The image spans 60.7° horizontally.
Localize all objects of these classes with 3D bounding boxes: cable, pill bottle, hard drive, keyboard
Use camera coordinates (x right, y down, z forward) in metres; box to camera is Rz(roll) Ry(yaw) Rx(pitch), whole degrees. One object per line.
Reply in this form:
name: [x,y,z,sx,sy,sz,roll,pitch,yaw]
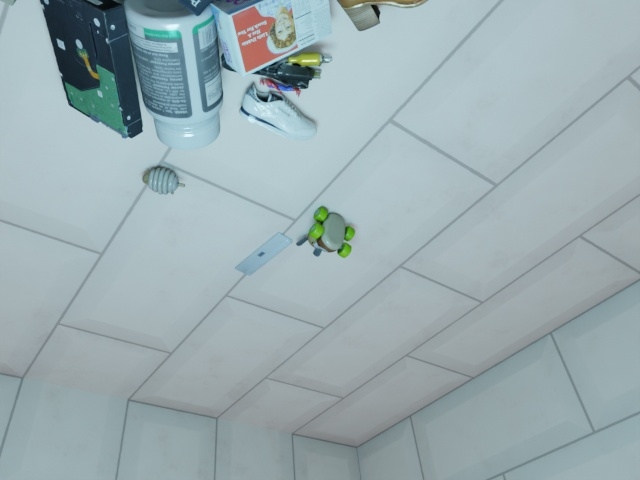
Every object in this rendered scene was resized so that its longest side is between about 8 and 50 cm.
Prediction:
cable: [-0.118,-0.456,1.425,0.287,0.072,0.139,4,171,-17]
pill bottle: [-0.348,-0.417,1.352,0.204,0.204,0.361,-2,137,-6]
hard drive: [-0.546,-0.434,1.317,0.237,0.064,0.339,30,140,20]
keyboard: [-0.213,0.054,2.034,0.072,0.014,0.256,34,124,-30]

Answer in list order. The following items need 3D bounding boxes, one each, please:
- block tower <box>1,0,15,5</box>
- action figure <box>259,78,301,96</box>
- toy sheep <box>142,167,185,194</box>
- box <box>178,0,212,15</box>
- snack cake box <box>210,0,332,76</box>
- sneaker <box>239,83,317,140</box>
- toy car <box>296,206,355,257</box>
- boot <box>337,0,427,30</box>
block tower: [-0.639,-0.665,1.124,0.091,0.097,0.335,18,131,-26]
action figure: [-0.113,-0.420,1.505,0.115,0.038,0.030,14,117,-22]
toy sheep: [-0.483,-0.181,1.684,0.132,0.091,0.091,6,137,-6]
box: [-0.229,-0.706,1.047,0.395,0.212,0.293,-35,131,29]
snack cake box: [-0.106,-0.515,1.276,0.264,0.089,0.152,-32,143,-19]
sneaker: [-0.108,-0.357,1.545,0.235,0.090,0.095,15,124,-25]
toy car: [0.000,0.000,1.919,0.155,0.149,0.188,34,137,-22]
boot: [0.153,-0.644,1.263,0.283,0.109,0.220,-18,133,23]
